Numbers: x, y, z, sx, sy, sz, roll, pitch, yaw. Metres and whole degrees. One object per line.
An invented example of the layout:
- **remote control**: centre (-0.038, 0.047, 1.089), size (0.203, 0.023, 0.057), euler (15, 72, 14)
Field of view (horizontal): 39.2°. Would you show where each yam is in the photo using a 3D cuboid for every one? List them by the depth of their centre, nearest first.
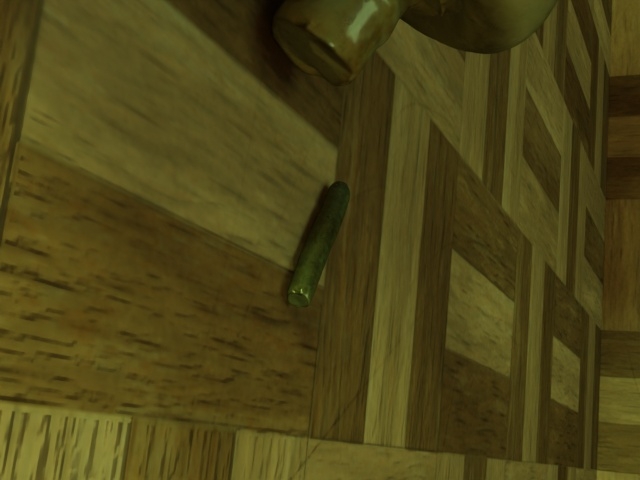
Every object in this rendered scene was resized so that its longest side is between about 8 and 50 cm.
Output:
- **yam**: centre (0.000, 0.000, 0.650), size (0.021, 0.021, 0.116), euler (66, 33, -42)

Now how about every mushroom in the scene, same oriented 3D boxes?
- **mushroom**: centre (0.070, -0.198, 0.626), size (0.206, 0.206, 0.209), euler (-1, 114, -66)
